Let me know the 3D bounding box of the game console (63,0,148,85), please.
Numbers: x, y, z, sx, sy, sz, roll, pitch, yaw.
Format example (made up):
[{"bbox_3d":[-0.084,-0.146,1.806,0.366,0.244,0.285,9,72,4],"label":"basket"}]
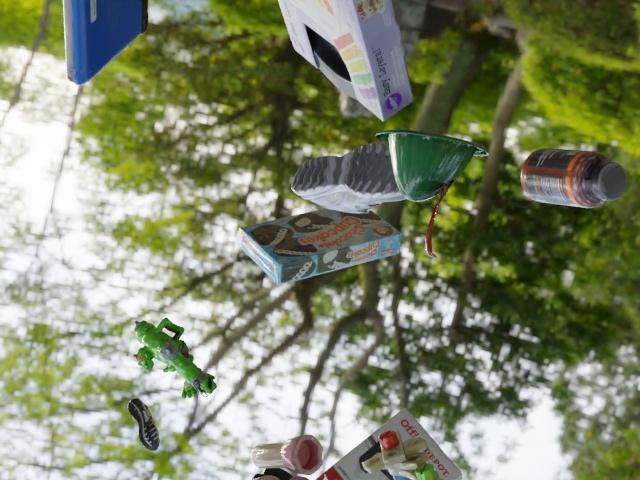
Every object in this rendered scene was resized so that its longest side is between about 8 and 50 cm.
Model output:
[{"bbox_3d":[-0.329,-0.410,1.532,0.173,0.293,0.250,27,-129,13],"label":"game console"}]

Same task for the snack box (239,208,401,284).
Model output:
[{"bbox_3d":[0.000,0.000,2.530,0.322,0.060,0.187,-14,-147,-28],"label":"snack box"}]

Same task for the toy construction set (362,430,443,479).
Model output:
[{"bbox_3d":[0.193,0.438,1.710,0.327,0.151,0.215,56,-158,-6],"label":"toy construction set"}]

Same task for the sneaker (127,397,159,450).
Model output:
[{"bbox_3d":[-0.326,0.348,2.101,0.109,0.040,0.044,65,-172,26],"label":"sneaker"}]

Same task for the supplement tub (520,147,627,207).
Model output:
[{"bbox_3d":[0.467,-0.114,2.043,0.106,0.106,0.198,5,-175,-30],"label":"supplement tub"}]

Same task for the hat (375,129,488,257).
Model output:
[{"bbox_3d":[0.153,-0.065,1.694,0.173,0.183,0.208,7,178,30],"label":"hat"}]

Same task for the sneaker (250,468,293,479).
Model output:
[{"bbox_3d":[-0.118,0.547,1.922,0.111,0.121,0.299,23,-122,-2],"label":"sneaker"}]

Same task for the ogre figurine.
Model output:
[{"bbox_3d":[-0.263,0.197,1.937,0.118,0.097,0.197,51,-175,-35],"label":"ogre figurine"}]

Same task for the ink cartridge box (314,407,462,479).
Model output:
[{"bbox_3d":[0.145,0.527,2.414,0.197,0.273,0.114,48,166,20],"label":"ink cartridge box"}]

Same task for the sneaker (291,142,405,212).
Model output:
[{"bbox_3d":[0.082,-0.103,1.985,0.281,0.105,0.115,3,156,47],"label":"sneaker"}]

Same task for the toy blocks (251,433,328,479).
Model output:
[{"bbox_3d":[-0.035,0.494,1.720,0.260,0.288,0.309,-12,-162,44],"label":"toy blocks"}]

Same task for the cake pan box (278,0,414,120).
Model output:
[{"bbox_3d":[0.023,-0.330,1.630,0.070,0.266,0.246,-35,-127,-11],"label":"cake pan box"}]
